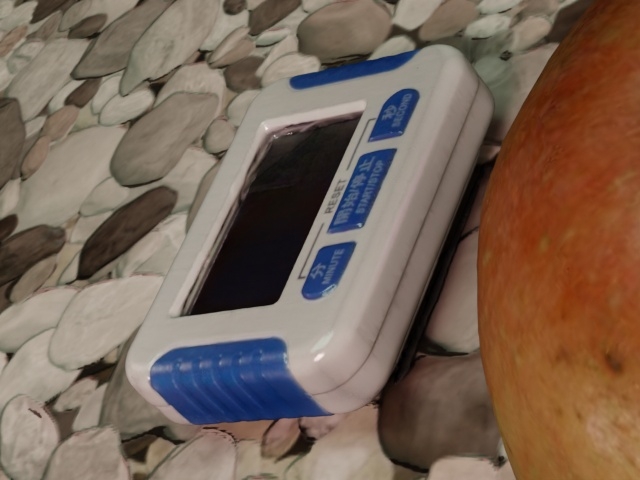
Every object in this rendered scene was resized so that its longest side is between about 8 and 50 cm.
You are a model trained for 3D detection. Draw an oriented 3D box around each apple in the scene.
[{"bbox_3d":[0.234,0.027,0.705,0.338,0.305,0.338,-18,46,19],"label":"apple"}]

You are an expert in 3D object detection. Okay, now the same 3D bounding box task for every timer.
[{"bbox_3d":[0.000,0.000,1.137,0.178,0.078,0.253,-8,46,41],"label":"timer"}]
